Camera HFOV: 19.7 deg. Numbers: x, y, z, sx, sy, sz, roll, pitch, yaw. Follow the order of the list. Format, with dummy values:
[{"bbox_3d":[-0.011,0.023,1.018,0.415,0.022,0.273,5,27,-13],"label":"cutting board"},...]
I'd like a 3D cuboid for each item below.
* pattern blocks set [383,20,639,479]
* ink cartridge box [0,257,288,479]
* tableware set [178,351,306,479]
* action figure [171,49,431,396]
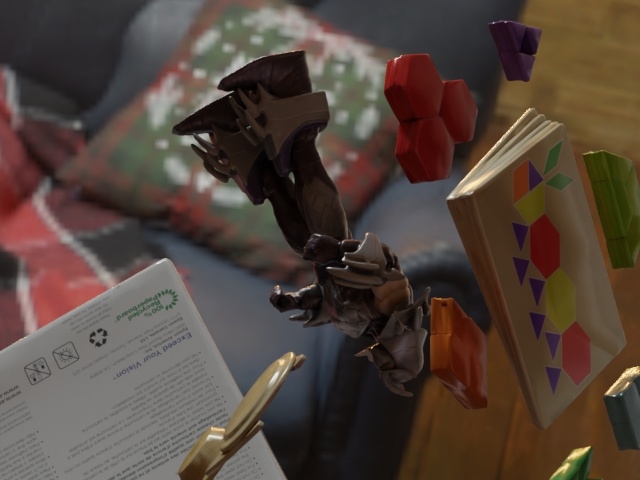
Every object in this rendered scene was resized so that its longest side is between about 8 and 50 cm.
[{"bbox_3d":[0.145,0.016,1.225,0.026,0.325,0.285,-7,10,37],"label":"pattern blocks set"},{"bbox_3d":[-0.196,0.224,1.526,0.324,0.071,0.330,-29,60,-1],"label":"ink cartridge box"},{"bbox_3d":[-0.064,0.133,0.961,0.020,0.141,0.169,37,57,-6],"label":"tableware set"},{"bbox_3d":[0.000,0.000,1.450,0.099,0.185,0.285,-26,81,-27],"label":"action figure"}]
